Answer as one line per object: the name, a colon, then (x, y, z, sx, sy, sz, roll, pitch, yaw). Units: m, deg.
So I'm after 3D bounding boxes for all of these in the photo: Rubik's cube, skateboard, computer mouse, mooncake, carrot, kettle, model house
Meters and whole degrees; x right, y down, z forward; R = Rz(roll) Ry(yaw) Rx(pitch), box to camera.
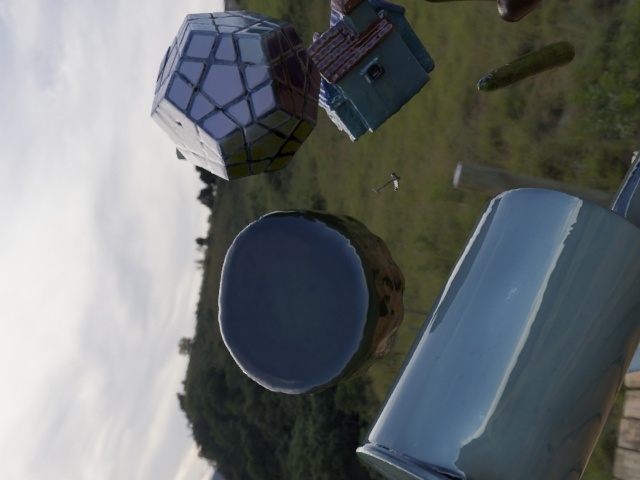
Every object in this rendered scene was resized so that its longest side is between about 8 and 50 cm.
Rubik's cube: (-0.154, -0.269, 1.137, 0.264, 0.319, 0.319, -51, -10, -21)
skateboard: (0.192, -0.151, 1.783, 0.083, 0.032, 0.063, -33, -37, -18)
computer mouse: (0.656, -0.083, 1.172, 0.095, 0.197, 0.330, 16, 75, 56)
mooncake: (-0.020, 0.112, 1.198, 0.194, 0.357, 0.356, 6, -83, -63)
carrot: (0.548, -0.463, 1.650, 0.074, 0.359, 0.074, 44, 147, 38)
kettle: (0.188, 0.134, 0.657, 0.318, 0.205, 0.265, -58, 12, -21)
model house: (0.070, -0.468, 1.487, 0.295, 0.329, 0.251, -42, 45, 6)

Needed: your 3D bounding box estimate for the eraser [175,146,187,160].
eraser: (-0.332, -0.296, 1.639, 0.058, 0.117, 0.172, -3, -82, -48)

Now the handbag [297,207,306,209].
handbag: (-0.080, 0.025, 1.732, 0.057, 0.144, 0.221, 62, -163, -63)

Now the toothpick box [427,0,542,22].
toothpick box: (0.368, -0.607, 1.397, 0.192, 0.295, 0.192, -40, -40, -44)

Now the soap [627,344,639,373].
soap: (0.613, 0.200, 1.327, 0.095, 0.172, 0.290, -27, -4, -44)

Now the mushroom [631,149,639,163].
mushroom: (0.930, -0.176, 1.405, 0.154, 0.408, 0.137, -50, -58, -47)
